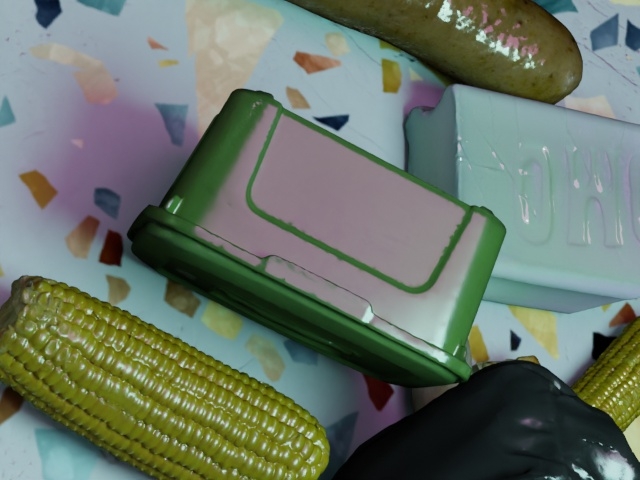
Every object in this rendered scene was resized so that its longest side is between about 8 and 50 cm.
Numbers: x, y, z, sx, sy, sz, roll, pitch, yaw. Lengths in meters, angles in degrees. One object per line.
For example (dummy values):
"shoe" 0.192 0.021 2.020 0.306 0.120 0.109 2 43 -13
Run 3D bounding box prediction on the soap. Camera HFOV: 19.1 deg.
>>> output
"soap" 0.264 -0.032 2.064 0.347 0.115 0.208 10 70 -28

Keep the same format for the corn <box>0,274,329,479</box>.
"corn" -0.154 0.145 1.753 0.344 0.131 0.131 32 61 -18

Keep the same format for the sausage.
"sausage" 0.069 -0.268 2.017 0.501 0.123 0.136 22 62 -24

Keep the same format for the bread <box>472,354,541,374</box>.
"bread" 0.190 0.163 1.986 0.083 0.077 0.070 -5 66 -31

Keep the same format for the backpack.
"backpack" 0.215 0.348 1.798 0.445 0.363 0.255 40 28 -24

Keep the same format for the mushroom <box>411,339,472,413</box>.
"mushroom" 0.091 0.070 1.945 0.096 0.099 0.278 -27 93 -28

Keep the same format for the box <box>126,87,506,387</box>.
"box" 0.000 0.000 1.770 0.328 0.253 0.178 26 82 -8

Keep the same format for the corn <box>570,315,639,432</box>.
"corn" 0.320 0.162 2.057 0.080 0.080 0.238 50 58 -7
